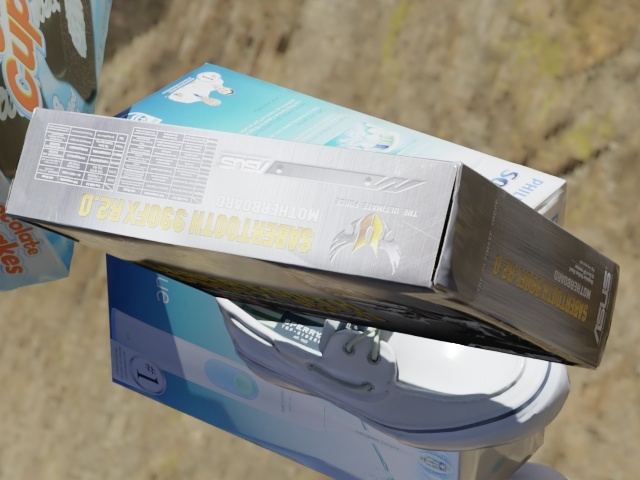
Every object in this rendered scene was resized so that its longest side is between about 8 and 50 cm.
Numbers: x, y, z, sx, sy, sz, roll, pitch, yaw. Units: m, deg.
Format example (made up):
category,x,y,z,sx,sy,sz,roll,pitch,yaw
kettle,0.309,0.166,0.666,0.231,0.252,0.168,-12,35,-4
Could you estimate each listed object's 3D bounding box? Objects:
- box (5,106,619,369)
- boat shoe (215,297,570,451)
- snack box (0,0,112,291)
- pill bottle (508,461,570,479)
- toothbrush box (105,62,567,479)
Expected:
category,x,y,z,sx,sy,sz,roll,pitch,yaw
box,0.000,0.000,0.890,0.231,0.183,0.056,9,82,31
boat shoe,0.027,0.059,1.057,0.226,0.076,0.083,6,57,38
snack box,-0.197,-0.149,1.153,0.060,0.187,0.322,-13,46,16
pill bottle,0.126,0.211,1.359,0.193,0.108,0.108,-9,63,62
toothbrush box,0.004,0.032,1.283,0.126,0.296,0.216,-37,-41,-46
